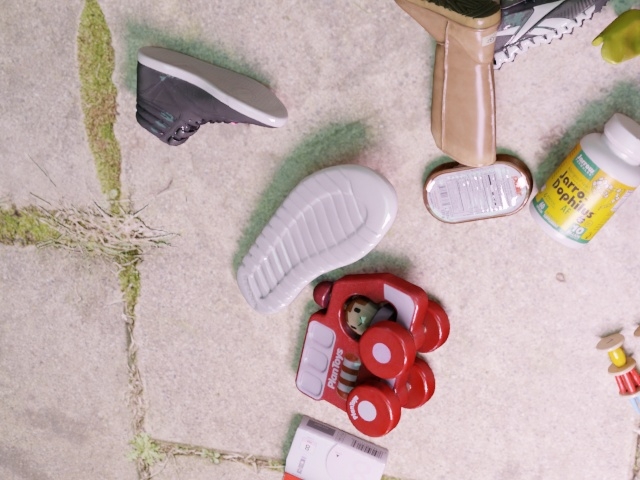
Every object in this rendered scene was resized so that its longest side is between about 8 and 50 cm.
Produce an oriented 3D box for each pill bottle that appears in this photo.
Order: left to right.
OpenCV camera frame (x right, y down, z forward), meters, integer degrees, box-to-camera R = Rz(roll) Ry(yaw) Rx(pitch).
[{"bbox_3d":[0.441,-0.097,1.685,0.117,0.117,0.208,36,118,-1],"label":"pill bottle"}]

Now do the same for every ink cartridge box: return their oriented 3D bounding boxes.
[{"bbox_3d":[0.016,0.485,2.105,0.189,0.066,0.232,21,113,7],"label":"ink cartridge box"}]

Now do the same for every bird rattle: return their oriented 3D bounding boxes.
[{"bbox_3d":[0.523,-0.334,1.520,0.143,0.207,0.254,20,128,-13],"label":"bird rattle"}]

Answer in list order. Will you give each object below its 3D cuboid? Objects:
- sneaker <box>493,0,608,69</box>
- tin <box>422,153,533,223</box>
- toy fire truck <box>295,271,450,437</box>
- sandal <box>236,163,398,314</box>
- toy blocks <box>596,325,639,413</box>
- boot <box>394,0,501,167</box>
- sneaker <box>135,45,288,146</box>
[{"bbox_3d":[0.330,-0.353,1.629,0.234,0.078,0.106,-25,106,27],"label":"sneaker"},{"bbox_3d":[0.267,-0.085,1.790,0.189,0.040,0.106,-10,114,20],"label":"tin"},{"bbox_3d":[0.078,0.193,1.911,0.253,0.169,0.302,24,118,27],"label":"toy fire truck"},{"bbox_3d":[-0.008,-0.013,1.876,0.416,0.102,0.169,-36,84,39],"label":"sandal"},{"bbox_3d":[0.566,0.225,1.823,0.123,0.054,0.148,-23,104,25],"label":"toy blocks"},{"bbox_3d":[0.194,-0.277,1.686,0.236,0.089,0.270,43,149,41],"label":"boot"},{"bbox_3d":[-0.198,-0.223,1.838,0.295,0.104,0.147,23,119,13],"label":"sneaker"}]
